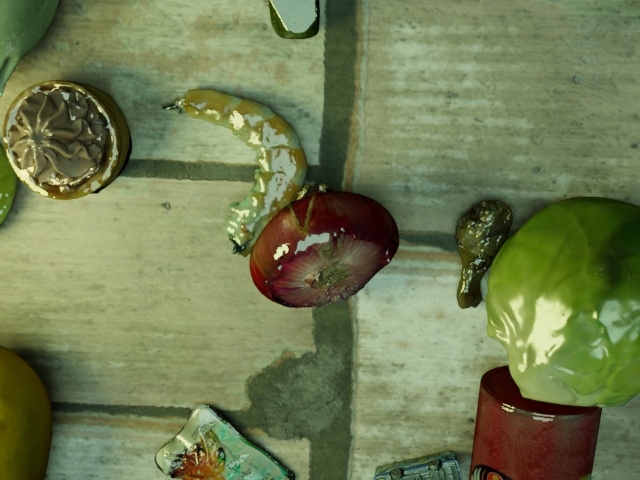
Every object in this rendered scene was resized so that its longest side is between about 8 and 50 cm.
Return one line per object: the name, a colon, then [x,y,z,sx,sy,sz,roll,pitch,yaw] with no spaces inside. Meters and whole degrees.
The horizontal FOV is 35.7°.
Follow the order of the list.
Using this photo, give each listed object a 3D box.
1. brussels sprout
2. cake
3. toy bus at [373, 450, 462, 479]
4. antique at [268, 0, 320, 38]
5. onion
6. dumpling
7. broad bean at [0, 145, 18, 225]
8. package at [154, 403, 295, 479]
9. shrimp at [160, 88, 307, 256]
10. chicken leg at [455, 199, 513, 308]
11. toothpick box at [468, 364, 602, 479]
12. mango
brussels sprout: [0.423,0.098,1.547,0.344,0.268,0.344,-11,70,32]
cake: [-0.408,-0.151,1.580,0.185,0.178,0.207,-20,106,8]
toy bus: [0.172,0.411,1.755,0.153,0.061,0.051,-15,105,9]
antique: [-0.044,-0.422,1.527,0.080,0.081,0.221,-1,105,5]
onion: [0.004,0.011,1.589,0.248,0.161,0.248,-5,135,-5]
dumpling: [-0.507,-0.376,1.523,0.212,0.270,0.320,40,80,-29]
broad bean: [-0.597,-0.072,1.666,0.207,0.072,0.153,-37,106,12]
package: [-0.176,0.412,1.791,0.166,0.040,0.232,-44,100,13]
shrimp: [-0.119,-0.131,1.620,0.185,0.068,0.287,-26,102,11]
chicken leg: [0.258,0.024,1.646,0.085,0.069,0.198,1,114,-21]
toothpick box: [0.349,0.400,1.668,0.204,0.204,0.333,6,106,2]
mango: [-0.611,0.368,1.706,0.300,0.232,0.445,-6,123,-18]
